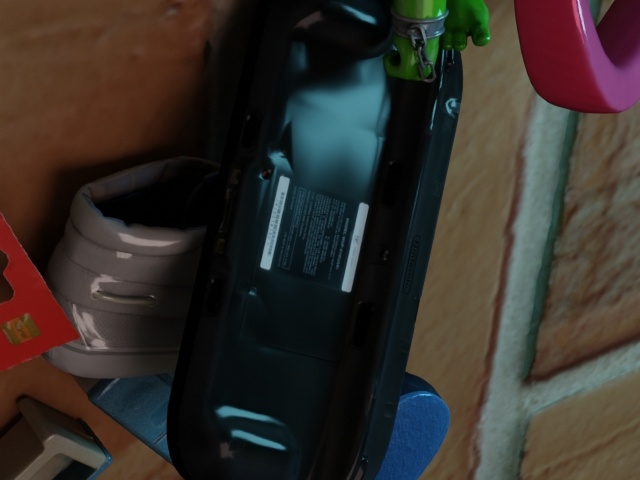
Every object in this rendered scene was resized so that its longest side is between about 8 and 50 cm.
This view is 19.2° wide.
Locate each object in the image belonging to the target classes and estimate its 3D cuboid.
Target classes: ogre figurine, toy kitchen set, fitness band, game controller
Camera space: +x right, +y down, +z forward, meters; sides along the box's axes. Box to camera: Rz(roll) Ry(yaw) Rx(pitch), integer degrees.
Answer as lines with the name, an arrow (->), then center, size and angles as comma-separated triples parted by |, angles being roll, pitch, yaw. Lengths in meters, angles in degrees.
ogre figurine -> 0.090, -0.193, 1.090 | 0.197, 0.097, 0.118 | -36, 141, -11
toy kitchen set -> -0.133, 0.184, 1.183 | 0.207, 0.166, 0.122 | -43, 141, 0
fitness band -> 0.181, -0.197, 1.098 | 0.291, 0.054, 0.209 | -51, 140, -49
game controller -> 0.000, 0.000, 1.123 | 0.166, 0.067, 0.319 | 16, 83, -37

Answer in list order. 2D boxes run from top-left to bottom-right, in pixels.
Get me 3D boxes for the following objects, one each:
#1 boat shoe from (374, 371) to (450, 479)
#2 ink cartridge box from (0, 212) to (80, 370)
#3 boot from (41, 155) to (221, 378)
boat shoe -> -0.029, 0.173, 1.333 | 0.258, 0.089, 0.109 | -37, 128, -1
ink cartridge box -> -0.258, 0.064, 1.016 | 0.225, 0.056, 0.181 | -22, 139, 1
boot -> -0.047, 0.012, 1.157 | 0.258, 0.095, 0.123 | -6, 135, -36
